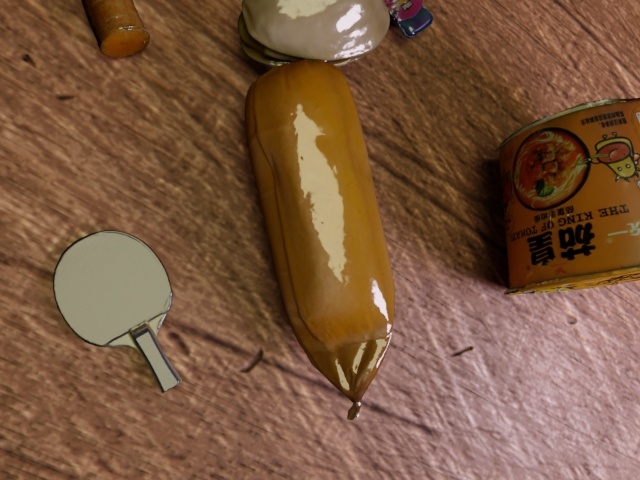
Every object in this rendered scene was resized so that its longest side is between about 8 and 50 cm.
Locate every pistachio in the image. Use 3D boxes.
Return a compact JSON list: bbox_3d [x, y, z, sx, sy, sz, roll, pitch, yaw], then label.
[{"bbox_3d":[-0.008,-0.218,0.490,0.149,0.113,0.113,-25,94,-10],"label":"pistachio"}]

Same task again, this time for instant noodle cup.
[{"bbox_3d":[0.292,-0.038,0.537,0.215,0.215,0.173,-4,78,-20],"label":"instant noodle cup"}]

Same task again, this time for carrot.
[{"bbox_3d":[-0.200,-0.240,0.452,0.048,0.048,0.139,-22,92,-20],"label":"carrot"}]

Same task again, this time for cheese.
[{"bbox_3d":[0.071,-0.293,0.557,0.095,0.038,0.145,-39,98,-18],"label":"cheese"}]

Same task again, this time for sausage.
[{"bbox_3d":[0.006,0.000,0.478,0.112,0.112,0.329,-12,90,-20],"label":"sausage"}]

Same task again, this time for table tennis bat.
[{"bbox_3d":[-0.174,0.066,0.456,0.095,0.014,0.158,-30,95,-20],"label":"table tennis bat"}]
